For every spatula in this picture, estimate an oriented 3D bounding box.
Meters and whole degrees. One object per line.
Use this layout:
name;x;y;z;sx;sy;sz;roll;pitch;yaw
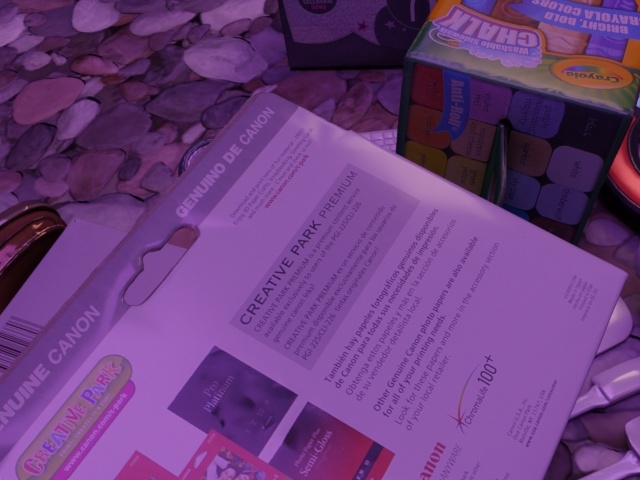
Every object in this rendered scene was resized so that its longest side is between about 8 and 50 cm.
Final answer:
spatula;0.194;0.148;0.625;0.241;0.019;0.168;-22;53;-9

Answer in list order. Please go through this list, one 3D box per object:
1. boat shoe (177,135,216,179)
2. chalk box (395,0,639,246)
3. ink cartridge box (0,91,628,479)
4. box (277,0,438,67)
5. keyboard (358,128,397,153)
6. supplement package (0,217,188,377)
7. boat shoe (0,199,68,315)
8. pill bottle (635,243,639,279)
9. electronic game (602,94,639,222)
boat shoe;0.000;0.000;0.649;0.319;0.099;0.116;38;79;14
chalk box;0.173;-0.116;0.670;0.179;0.180;0.289;20;53;15
ink cartridge box;-0.007;0.094;0.465;0.271;0.130;0.309;30;60;11
box;0.078;-0.314;0.914;0.247;0.163;0.142;1;51;10
keyboard;-0.016;-0.088;0.847;0.255;0.014;0.072;-6;51;4
supplement package;-0.163;0.143;0.602;0.203;0.145;0.262;15;55;19
boat shoe;-0.322;0.103;0.694;0.104;0.111;0.307;28;70;22
pill bottle;0.380;0.053;0.575;0.146;0.146;0.264;-34;43;-18
electronic game;0.391;-0.084;0.759;0.229;0.048;0.229;-4;52;5
